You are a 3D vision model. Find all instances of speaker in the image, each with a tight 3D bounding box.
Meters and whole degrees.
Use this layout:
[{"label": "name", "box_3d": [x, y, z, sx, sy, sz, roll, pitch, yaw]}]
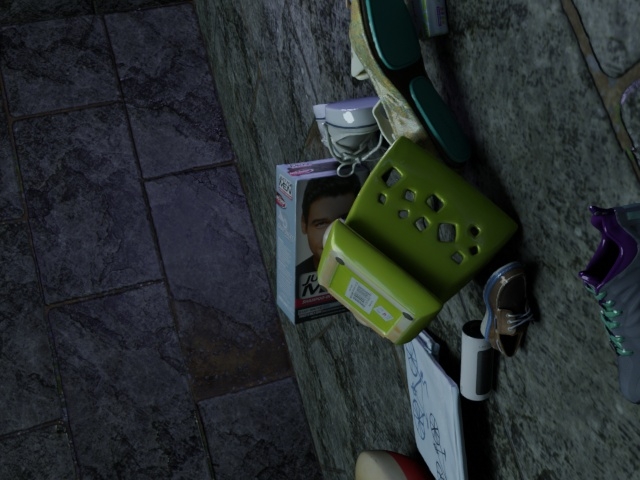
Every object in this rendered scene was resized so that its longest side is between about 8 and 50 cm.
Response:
[{"label": "speaker", "box_3d": [0.265, 0.202, 1.151, 0.055, 0.055, 0.136, -126, 27, -57]}]

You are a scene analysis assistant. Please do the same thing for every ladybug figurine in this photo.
[{"label": "ladybug figurine", "box_3d": [0.212, 0.648, 1.539, 0.449, 0.162, 0.305, -125, 25, -55]}]

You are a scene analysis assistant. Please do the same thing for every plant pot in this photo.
[{"label": "plant pot", "box_3d": [0.125, 0.019, 1.048, 0.227, 0.207, 0.228, 39, 158, 9]}]

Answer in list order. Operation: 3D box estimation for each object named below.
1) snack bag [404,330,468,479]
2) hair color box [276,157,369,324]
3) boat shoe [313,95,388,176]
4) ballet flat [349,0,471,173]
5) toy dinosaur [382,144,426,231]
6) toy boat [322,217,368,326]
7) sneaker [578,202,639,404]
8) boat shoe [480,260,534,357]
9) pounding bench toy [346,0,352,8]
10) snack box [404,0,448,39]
[{"label": "snack bag", "box_3d": [0.236, 0.352, 1.367, 0.342, 0.037, 0.323, -124, 25, -74]}, {"label": "hair color box", "box_3d": [0.000, 0.000, 1.621, 0.113, 0.185, 0.374, 42, 137, 54]}, {"label": "boat shoe", "box_3d": [0.061, -0.211, 1.407, 0.367, 0.136, 0.156, -143, 42, -73]}, {"label": "ballet flat", "box_3d": [0.114, -0.250, 1.065, 0.348, 0.123, 0.123, 63, 167, -5]}, {"label": "toy dinosaur", "box_3d": [0.171, -0.114, 1.227, 0.118, 0.064, 0.268, 46, 150, 52]}, {"label": "toy boat", "box_3d": [0.123, 0.081, 1.447, 0.318, 0.148, 0.267, -134, 20, -72]}, {"label": "sneaker", "box_3d": [0.310, 0.066, 0.708, 0.083, 0.098, 0.223, -104, 12, -75]}, {"label": "boat shoe", "box_3d": [0.282, 0.104, 0.997, 0.183, 0.066, 0.066, 78, 165, -49]}, {"label": "pounding bench toy", "box_3d": [0.081, -0.467, 1.263, 0.065, 0.052, 0.083, -117, 20, -44]}, {"label": "snack box", "box_3d": [0.156, -0.390, 1.069, 0.100, 0.037, 0.141, -151, 48, -70]}]
